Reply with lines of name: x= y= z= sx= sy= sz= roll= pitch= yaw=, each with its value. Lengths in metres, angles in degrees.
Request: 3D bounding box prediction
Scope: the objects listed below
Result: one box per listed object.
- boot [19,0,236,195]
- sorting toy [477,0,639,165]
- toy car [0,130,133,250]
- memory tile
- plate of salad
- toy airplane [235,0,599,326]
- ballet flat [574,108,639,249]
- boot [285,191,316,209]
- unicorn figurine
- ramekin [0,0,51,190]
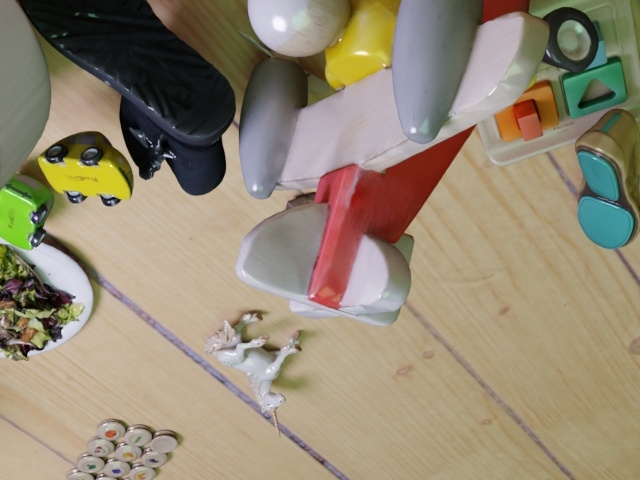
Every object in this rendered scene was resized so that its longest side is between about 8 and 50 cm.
boot: x=-0.181 y=-0.152 z=1.148 sx=0.246 sy=0.094 sz=0.207 roll=42 pitch=164 yaw=2
sorting toy: x=0.240 y=-0.165 z=1.272 sx=0.347 sy=0.047 sz=0.196 roll=-18 pitch=134 yaw=8
toy car: x=-0.295 y=-0.071 z=1.241 sx=0.239 sy=0.053 sz=0.225 roll=28 pitch=145 yaw=2
memory tile: x=-0.264 y=0.293 z=1.647 sx=0.113 sy=0.012 sz=0.148 roll=17 pitch=128 yaw=-25
plate of salad: x=-0.357 y=0.073 z=1.395 sx=0.199 sy=0.048 sz=0.200 roll=-6 pitch=134 yaw=-6
toy airplane: x=0.034 y=-0.119 z=1.063 sx=0.272 sy=0.384 sz=0.386 roll=41 pitch=116 yaw=-17
ballet flat: x=0.326 y=-0.065 z=1.357 sx=0.073 sy=0.080 sz=0.232 roll=-56 pitch=157 yaw=-14
boot: x=0.000 y=0.000 z=1.400 sx=0.106 sy=0.037 sz=0.114 roll=8 pitch=127 yaw=-20
unicorn figurine: x=-0.074 y=0.151 z=1.521 sx=0.162 sy=0.060 sz=0.111 roll=37 pitch=120 yaw=-17
ramekin: x=-0.369 y=-0.135 z=1.067 sx=0.277 sy=0.135 sz=0.277 roll=14 pitch=130 yaw=17
